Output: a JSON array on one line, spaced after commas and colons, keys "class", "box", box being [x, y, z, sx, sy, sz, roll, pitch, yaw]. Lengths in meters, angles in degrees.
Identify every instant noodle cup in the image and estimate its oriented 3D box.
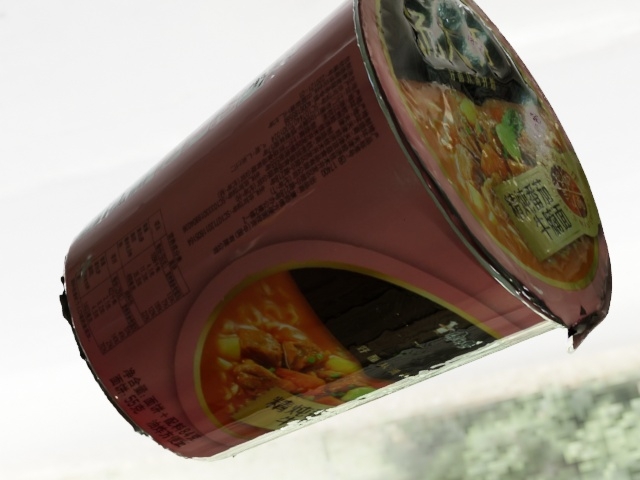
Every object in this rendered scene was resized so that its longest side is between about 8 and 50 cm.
[{"class": "instant noodle cup", "box": [0.000, 0.000, 0.987, 0.255, 0.244, 0.244, -33, 161, 26]}]
